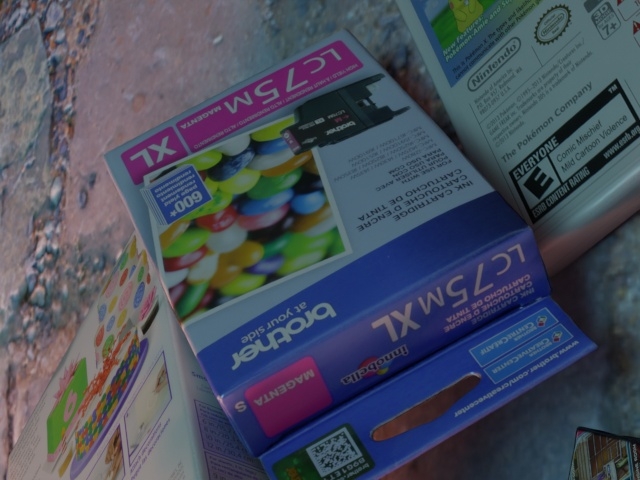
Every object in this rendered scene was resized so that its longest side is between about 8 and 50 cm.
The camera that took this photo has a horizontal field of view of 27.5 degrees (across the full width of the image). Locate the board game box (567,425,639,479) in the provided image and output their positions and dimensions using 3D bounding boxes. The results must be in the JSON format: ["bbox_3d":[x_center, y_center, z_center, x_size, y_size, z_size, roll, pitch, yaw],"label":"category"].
[{"bbox_3d":[0.176,0.224,0.617,0.165,0.042,0.243,8,86,48],"label":"board game box"}]

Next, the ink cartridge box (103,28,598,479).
[{"bbox_3d":[0.000,0.000,0.747,0.185,0.065,0.311,-28,41,-5],"label":"ink cartridge box"}]

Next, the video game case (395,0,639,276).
[{"bbox_3d":[0.179,-0.191,0.730,0.329,0.036,0.300,-43,52,32],"label":"video game case"}]

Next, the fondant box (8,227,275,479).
[{"bbox_3d":[-0.110,0.159,0.824,0.238,0.096,0.330,-59,25,18],"label":"fondant box"}]
